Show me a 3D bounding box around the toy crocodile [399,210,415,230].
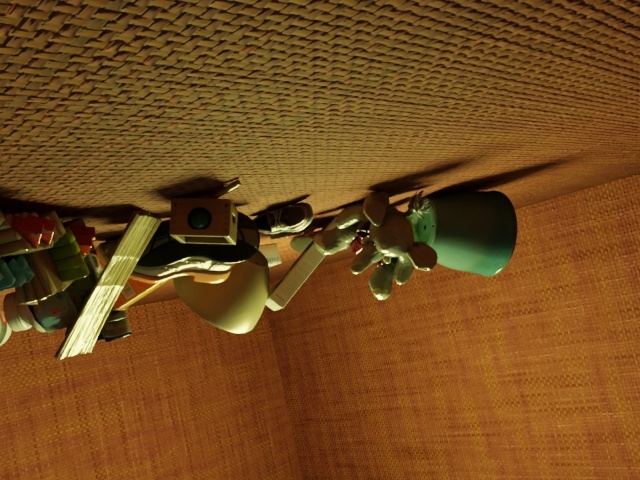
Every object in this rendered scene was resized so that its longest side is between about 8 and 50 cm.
[{"bbox_3d":[0.191,-0.038,2.091,0.105,0.115,0.341,-31,-174,-28],"label":"toy crocodile"}]

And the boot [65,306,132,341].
[{"bbox_3d":[-0.539,0.157,1.782,0.338,0.222,0.118,-9,172,-35],"label":"boot"}]

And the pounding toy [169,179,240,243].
[{"bbox_3d":[-0.210,-0.052,1.239,0.130,0.100,0.141,1,171,0],"label":"pounding toy"}]

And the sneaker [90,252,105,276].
[{"bbox_3d":[-0.566,0.069,1.608,0.095,0.090,0.235,-27,172,20],"label":"sneaker"}]

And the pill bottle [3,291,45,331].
[{"bbox_3d":[-0.741,0.174,1.863,0.272,0.152,0.152,-13,174,-4],"label":"pill bottle"}]

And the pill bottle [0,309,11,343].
[{"bbox_3d":[-1.066,0.269,2.019,0.161,0.161,0.283,-12,175,-8],"label":"pill bottle"}]

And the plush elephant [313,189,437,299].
[{"bbox_3d":[0.162,0.004,1.745,0.330,0.272,0.255,-44,180,14],"label":"plush elephant"}]

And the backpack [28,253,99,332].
[{"bbox_3d":[-0.513,0.082,1.292,0.145,0.188,0.166,-12,173,-12],"label":"backpack"}]

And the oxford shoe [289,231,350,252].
[{"bbox_3d":[0.000,0.000,2.276,0.212,0.076,0.076,-4,-145,8],"label":"oxford shoe"}]

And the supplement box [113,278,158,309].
[{"bbox_3d":[-0.441,0.087,1.695,0.233,0.080,0.078,-32,178,-13],"label":"supplement box"}]

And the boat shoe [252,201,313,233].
[{"bbox_3d":[-0.097,-0.047,1.581,0.183,0.066,0.066,-18,171,42],"label":"boat shoe"}]

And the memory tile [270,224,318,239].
[{"bbox_3d":[-0.084,-0.025,2.091,0.148,0.012,0.113,-12,174,-16],"label":"memory tile"}]

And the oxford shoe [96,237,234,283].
[{"bbox_3d":[-0.349,0.015,1.556,0.364,0.130,0.132,3,131,-47],"label":"oxford shoe"}]

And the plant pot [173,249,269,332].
[{"bbox_3d":[-0.260,0.106,1.931,0.191,0.284,0.284,-53,159,18],"label":"plant pot"}]

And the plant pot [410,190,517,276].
[{"bbox_3d":[0.419,-0.030,2.025,0.255,0.271,0.272,4,168,-20],"label":"plant pot"}]

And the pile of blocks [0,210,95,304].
[{"bbox_3d":[-0.447,0.018,1.028,0.113,0.148,0.362,-14,174,12],"label":"pile of blocks"}]

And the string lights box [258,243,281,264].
[{"bbox_3d":[-0.267,0.081,2.388,0.133,0.076,0.260,-9,173,-35],"label":"string lights box"}]

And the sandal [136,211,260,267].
[{"bbox_3d":[-0.278,-0.008,1.436,0.303,0.120,0.086,-3,-172,-25],"label":"sandal"}]

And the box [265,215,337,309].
[{"bbox_3d":[-0.051,0.078,2.046,0.322,0.058,0.232,-50,-178,-12],"label":"box"}]

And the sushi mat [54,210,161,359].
[{"bbox_3d":[-0.407,0.085,1.277,0.019,0.316,0.151,29,-179,6],"label":"sushi mat"}]
